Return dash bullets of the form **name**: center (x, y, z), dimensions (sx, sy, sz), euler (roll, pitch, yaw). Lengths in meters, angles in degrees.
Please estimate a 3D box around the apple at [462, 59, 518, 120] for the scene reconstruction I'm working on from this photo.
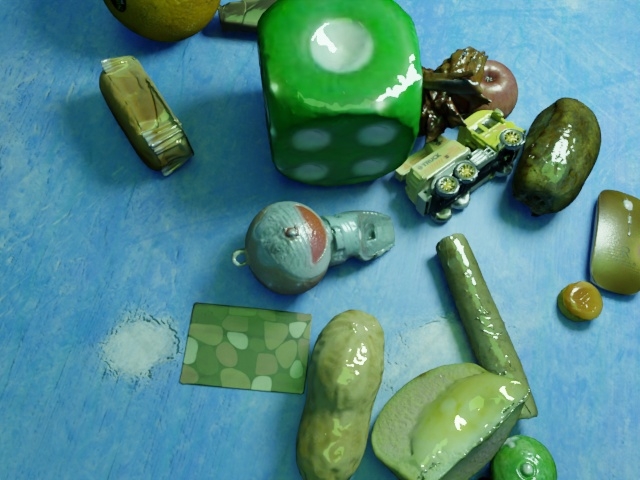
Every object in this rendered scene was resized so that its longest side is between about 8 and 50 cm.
- **apple**: center (0.370, -0.336, 1.247), dimensions (0.154, 0.120, 0.153), euler (1, 70, -2)

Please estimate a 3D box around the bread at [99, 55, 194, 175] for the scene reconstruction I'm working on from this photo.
- **bread**: center (-0.366, -0.258, 1.144), dimensions (0.107, 0.136, 0.241), euler (-32, 74, -13)

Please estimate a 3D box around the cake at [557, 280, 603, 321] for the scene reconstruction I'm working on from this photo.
- **cake**: center (0.528, 0.124, 1.122), dimensions (0.084, 0.044, 0.083), euler (2, 71, -5)

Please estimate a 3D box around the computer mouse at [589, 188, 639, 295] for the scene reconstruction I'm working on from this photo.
- **computer mouse**: center (0.641, -0.004, 1.178), dimensions (0.126, 0.056, 0.245), euler (19, 67, 2)

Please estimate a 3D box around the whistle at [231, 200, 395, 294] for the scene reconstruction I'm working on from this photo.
- **whistle**: center (0.000, 0.000, 1.066), dimensions (0.348, 0.189, 0.189), euler (-11, 70, -21)

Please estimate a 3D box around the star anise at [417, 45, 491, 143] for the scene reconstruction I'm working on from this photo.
- **star anise**: center (0.257, -0.303, 1.112), dimensions (0.237, 0.346, 0.148), euler (-43, 102, 12)

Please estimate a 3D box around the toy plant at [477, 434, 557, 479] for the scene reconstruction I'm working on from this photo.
- **toy plant**: center (0.329, 0.451, 0.907), dimensions (0.235, 0.175, 0.218), euler (-31, 35, -14)

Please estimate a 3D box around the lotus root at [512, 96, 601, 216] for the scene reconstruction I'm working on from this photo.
- **lotus root**: center (0.510, -0.184, 1.181), dimensions (0.152, 0.160, 0.274), euler (21, 68, 14)

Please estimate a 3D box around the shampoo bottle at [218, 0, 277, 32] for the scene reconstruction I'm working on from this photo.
- **shampoo bottle**: center (-0.065, -0.537, 1.309), dimensions (0.351, 0.084, 0.125), euler (-5, 71, -6)

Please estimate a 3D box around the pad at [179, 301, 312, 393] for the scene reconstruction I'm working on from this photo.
- **pad**: center (-0.138, 0.204, 1.053), dimensions (0.235, 0.003, 0.158), euler (7, 68, -3)

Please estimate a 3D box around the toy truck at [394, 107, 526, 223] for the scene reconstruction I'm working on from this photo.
- **toy truck**: center (0.293, -0.169, 1.178), dimensions (0.272, 0.124, 0.157), euler (-35, 65, -13)

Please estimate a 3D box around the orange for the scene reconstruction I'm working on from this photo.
- **orange**: center (-0.341, -0.567, 1.194), dimensions (0.275, 0.274, 0.274), euler (2, 69, -4)

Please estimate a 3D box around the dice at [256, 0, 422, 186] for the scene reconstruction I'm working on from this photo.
- **dice**: center (0.032, -0.293, 1.099), dimensions (0.298, 0.300, 0.286), euler (-5, 69, -5)

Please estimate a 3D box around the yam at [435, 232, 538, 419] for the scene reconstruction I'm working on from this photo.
- **yam**: center (0.317, 0.163, 1.070), dimensions (0.083, 0.083, 0.371), euler (-12, 69, -10)

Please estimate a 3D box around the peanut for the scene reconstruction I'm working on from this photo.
- **peanut**: center (0.032, 0.270, 0.965), dimensions (0.148, 0.147, 0.318), euler (16, 69, 1)

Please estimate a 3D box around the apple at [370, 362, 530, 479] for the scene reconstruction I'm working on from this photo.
- **apple**: center (0.218, 0.325, 0.975), dimensions (0.265, 0.120, 0.193), euler (-35, 34, -18)
